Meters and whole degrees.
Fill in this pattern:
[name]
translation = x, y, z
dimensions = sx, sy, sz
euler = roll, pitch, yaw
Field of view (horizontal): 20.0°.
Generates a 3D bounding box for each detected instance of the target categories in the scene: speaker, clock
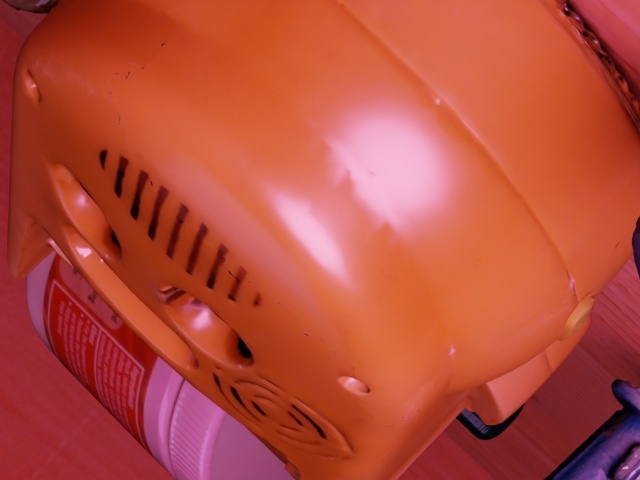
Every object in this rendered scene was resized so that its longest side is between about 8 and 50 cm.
[speaker]
translation = 0.149, 0.129, 1.608
dimensions = 0.075, 0.060, 0.094
euler = 43, 140, 0
[clock]
translation = -0.002, -0.025, 0.702
dimensions = 0.244, 0.200, 0.317
euler = 40, 167, 6

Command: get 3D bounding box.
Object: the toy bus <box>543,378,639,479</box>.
[toy bus]
translation = 0.227, 0.239, 0.985
dimensions = 0.312, 0.190, 0.152
euler = 42, -178, 13

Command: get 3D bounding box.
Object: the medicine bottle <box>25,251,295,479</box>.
[medicine bottle]
translation = -0.060, 0.052, 1.379
dimensions = 0.241, 0.252, 0.252
euler = 40, 175, 33

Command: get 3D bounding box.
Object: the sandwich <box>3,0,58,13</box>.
[sandwich]
translation = -0.101, -0.157, 0.681
dimensions = 0.079, 0.113, 0.163
euler = 43, 175, 2

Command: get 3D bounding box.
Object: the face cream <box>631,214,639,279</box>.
[face cream]
translation = 0.162, 0.029, 0.394
dimensions = 0.144, 0.071, 0.291
euler = 46, 175, -26
